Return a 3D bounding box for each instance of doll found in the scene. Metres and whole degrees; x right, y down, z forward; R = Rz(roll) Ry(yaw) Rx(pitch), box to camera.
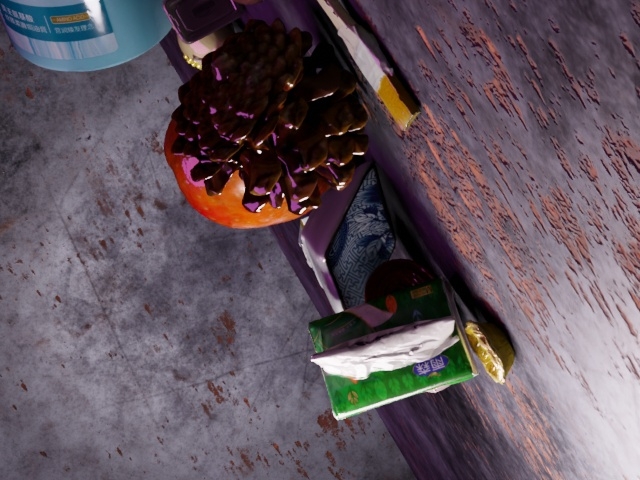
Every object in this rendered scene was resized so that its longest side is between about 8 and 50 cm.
[{"bbox_3d":[-0.182,-0.342,2.021,0.296,0.117,0.141,52,174,44],"label":"doll"}]

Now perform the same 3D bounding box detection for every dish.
[{"bbox_3d":[0.033,0.007,1.699,0.080,0.181,0.243,15,153,22],"label":"dish"}]

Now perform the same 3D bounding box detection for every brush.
[{"bbox_3d":[0.013,-0.275,1.291,0.336,0.020,0.085,56,171,6],"label":"brush"}]

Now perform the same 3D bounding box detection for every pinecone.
[{"bbox_3d":[-0.051,-0.149,1.462,0.264,0.264,0.264,57,173,11],"label":"pinecone"}]

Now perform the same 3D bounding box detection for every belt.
[{"bbox_3d":[0.145,0.136,1.710,0.124,0.128,0.200,72,174,-67],"label":"belt"}]

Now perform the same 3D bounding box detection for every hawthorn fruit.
[{"bbox_3d":[-0.103,-0.146,1.766,0.284,0.284,0.284,57,173,11],"label":"hawthorn fruit"}]

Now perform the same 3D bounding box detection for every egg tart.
[{"bbox_3d":[0.232,0.146,1.507,0.105,0.039,0.105,57,173,11],"label":"egg tart"}]

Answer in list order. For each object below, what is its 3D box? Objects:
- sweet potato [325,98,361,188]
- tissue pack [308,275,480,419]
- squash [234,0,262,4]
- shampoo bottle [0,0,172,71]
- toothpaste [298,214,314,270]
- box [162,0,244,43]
[{"bbox_3d":[0.041,-0.103,1.734,0.255,0.058,0.078,71,-173,-45],"label":"sweet potato"},{"bbox_3d":[0.098,0.151,1.559,0.156,0.209,0.148,30,-138,-76],"label":"tissue pack"},{"bbox_3d":[-0.139,-0.425,1.536,0.250,0.083,0.083,60,174,19],"label":"squash"},{"bbox_3d":[-0.430,-0.519,1.932,0.331,0.331,0.342,54,162,37],"label":"shampoo bottle"},{"bbox_3d":[0.000,0.000,2.445,0.089,0.071,0.313,62,174,7],"label":"toothpaste"},{"bbox_3d":[-0.201,-0.403,1.911,0.089,0.122,0.062,61,-174,-20],"label":"box"}]
